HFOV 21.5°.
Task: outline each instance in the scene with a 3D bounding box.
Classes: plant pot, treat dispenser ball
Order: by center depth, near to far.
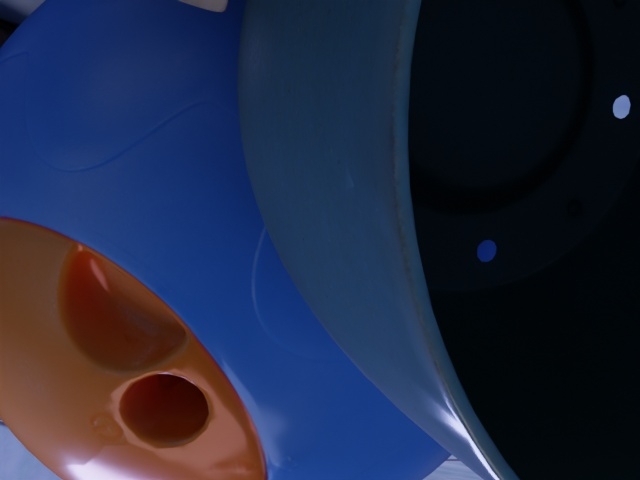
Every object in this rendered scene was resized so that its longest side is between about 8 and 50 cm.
[{"bbox_3d":[0.105,-0.052,0.566,0.293,0.293,0.235,18,-179,-25],"label":"plant pot"},{"bbox_3d":[-0.037,-0.002,0.807,0.288,0.288,0.288,10,165,3],"label":"treat dispenser ball"}]

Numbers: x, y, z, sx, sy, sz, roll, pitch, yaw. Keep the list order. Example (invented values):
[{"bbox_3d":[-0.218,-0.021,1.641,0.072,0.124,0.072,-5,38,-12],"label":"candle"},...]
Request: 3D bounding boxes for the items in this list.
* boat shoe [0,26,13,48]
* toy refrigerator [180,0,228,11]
[{"bbox_3d":[-0.316,-0.075,1.058,0.342,0.123,0.123,-19,161,36],"label":"boat shoe"},{"bbox_3d":[-0.052,-0.178,0.551,0.102,0.094,0.269,19,164,-3],"label":"toy refrigerator"}]
